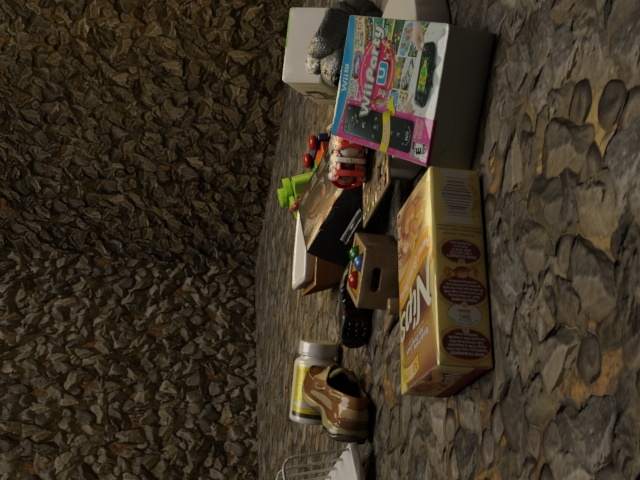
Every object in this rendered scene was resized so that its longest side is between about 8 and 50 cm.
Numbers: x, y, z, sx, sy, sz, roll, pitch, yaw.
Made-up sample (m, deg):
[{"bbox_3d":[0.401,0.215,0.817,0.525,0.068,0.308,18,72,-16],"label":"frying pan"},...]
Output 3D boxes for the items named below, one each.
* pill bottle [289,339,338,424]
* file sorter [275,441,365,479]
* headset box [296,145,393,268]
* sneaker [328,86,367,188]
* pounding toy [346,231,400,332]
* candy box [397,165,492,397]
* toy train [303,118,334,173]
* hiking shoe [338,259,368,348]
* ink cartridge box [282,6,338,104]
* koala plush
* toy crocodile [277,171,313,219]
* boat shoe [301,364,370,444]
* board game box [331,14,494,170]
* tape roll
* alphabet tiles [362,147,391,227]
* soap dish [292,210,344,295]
[{"bbox_3d":[-0.014,0.368,2.205,0.119,0.119,0.208,-179,94,-80],"label":"pill bottle"},{"bbox_3d":[-0.011,0.582,1.811,0.277,0.173,0.193,111,151,-55],"label":"file sorter"},{"bbox_3d":[0.050,-0.091,1.947,0.218,0.110,0.293,-59,19,21],"label":"headset box"},{"bbox_3d":[0.068,-0.202,1.680,0.270,0.090,0.145,110,162,-67],"label":"sneaker"},{"bbox_3d":[0.108,0.099,1.717,0.206,0.094,0.181,-116,33,-73],"label":"pounding toy"},{"bbox_3d":[0.185,0.067,1.305,0.183,0.088,0.316,116,158,-64],"label":"candy box"},{"bbox_3d":[0.028,-0.240,2.392,0.248,0.105,0.143,111,152,-57],"label":"toy train"},{"bbox_3d":[0.074,0.125,1.927,0.114,0.086,0.227,-117,35,-71],"label":"hiking shoe"},{"bbox_3d":[0.005,-0.493,2.288,0.273,0.115,0.198,9,-94,-71],"label":"ink cartridge box"},{"bbox_3d":[0.065,-0.454,2.051,0.221,0.196,0.203,115,169,-58],"label":"koala plush"},{"bbox_3d":[-0.073,-0.155,2.875,0.340,0.115,0.105,126,130,-75],"label":"toy crocodile"},{"bbox_3d":[0.046,0.345,1.921,0.324,0.123,0.120,-140,62,-69],"label":"boat shoe"},{"bbox_3d":[0.145,-0.256,1.429,0.303,0.097,0.224,30,115,58],"label":"board game box"},{"bbox_3d":[0.166,-0.315,1.687,0.392,0.072,0.392,-174,90,-80],"label":"tape roll"},{"bbox_3d":[0.111,-0.172,1.695,0.198,0.009,0.237,115,159,-64],"label":"alphabet tiles"},{"bbox_3d":[0.000,0.000,2.336,0.229,0.118,0.291,133,141,-75],"label":"soap dish"}]
